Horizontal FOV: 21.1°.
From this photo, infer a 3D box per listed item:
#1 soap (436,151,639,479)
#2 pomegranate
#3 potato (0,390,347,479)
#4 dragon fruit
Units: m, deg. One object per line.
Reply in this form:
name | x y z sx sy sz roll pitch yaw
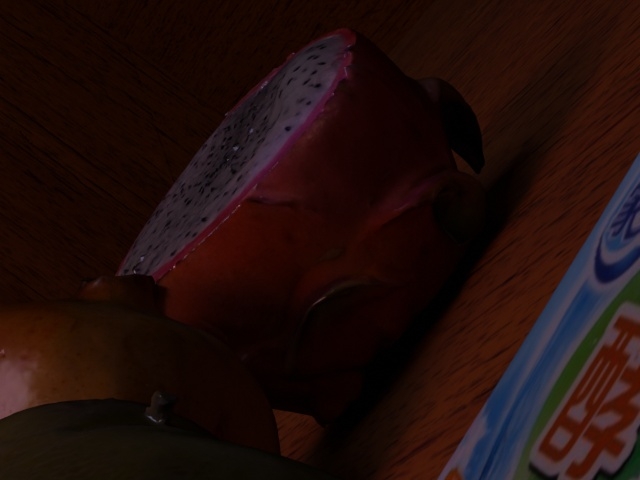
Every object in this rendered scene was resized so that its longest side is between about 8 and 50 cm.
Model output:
soap | 0.095 0.067 0.359 0.156 0.077 0.293 -59 11 8
pomegranate | -0.138 0.149 1.041 0.264 0.264 0.264 -53 6 8
potato | -0.093 0.206 0.591 0.202 0.218 0.351 3 -50 -52
dragon fruit | 0.000 0.000 1.211 0.291 0.189 0.291 -49 13 15
